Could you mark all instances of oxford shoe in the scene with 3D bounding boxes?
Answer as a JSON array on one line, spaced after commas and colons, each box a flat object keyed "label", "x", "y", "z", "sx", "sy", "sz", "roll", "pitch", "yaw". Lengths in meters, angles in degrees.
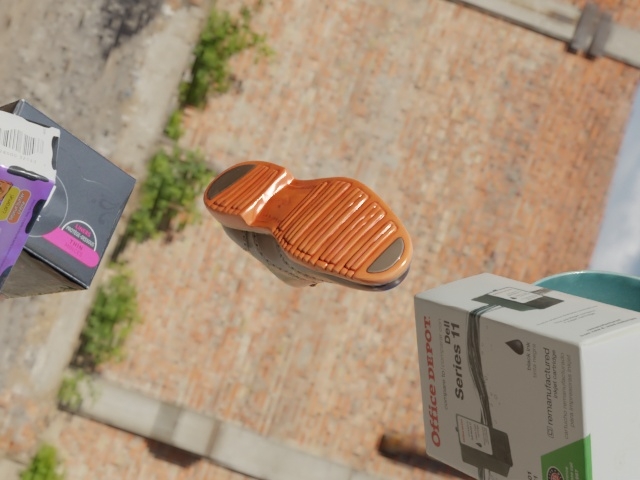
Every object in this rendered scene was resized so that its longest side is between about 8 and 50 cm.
[{"label": "oxford shoe", "x": 0.000, "y": 0.000, "z": 1.530, "sx": 0.130, "sy": 0.132, "sz": 0.364, "roll": -42, "pitch": -143, "yaw": -17}]

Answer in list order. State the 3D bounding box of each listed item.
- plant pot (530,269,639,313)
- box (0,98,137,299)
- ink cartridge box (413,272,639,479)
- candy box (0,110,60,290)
[{"label": "plant pot", "x": 0.332, "y": 0.201, "z": 1.416, "sx": 0.290, "sy": 0.290, "sz": 0.195, "roll": -75, "pitch": 175, "yaw": -50}, {"label": "box", "x": -0.359, "y": -0.034, "z": 1.350, "sx": 0.270, "sy": 0.165, "sz": 0.143, "roll": -9, "pitch": -127, "yaw": 48}, {"label": "ink cartridge box", "x": 0.170, "y": 0.121, "z": 0.970, "sx": 0.208, "sy": 0.087, "sz": 0.153, "roll": 14, "pitch": -66, "yaw": 58}, {"label": "candy box", "x": -0.328, "y": -0.041, "z": 0.960, "sx": 0.165, "sy": 0.196, "sz": 0.070, "roll": -53, "pitch": -150, "yaw": 36}]
